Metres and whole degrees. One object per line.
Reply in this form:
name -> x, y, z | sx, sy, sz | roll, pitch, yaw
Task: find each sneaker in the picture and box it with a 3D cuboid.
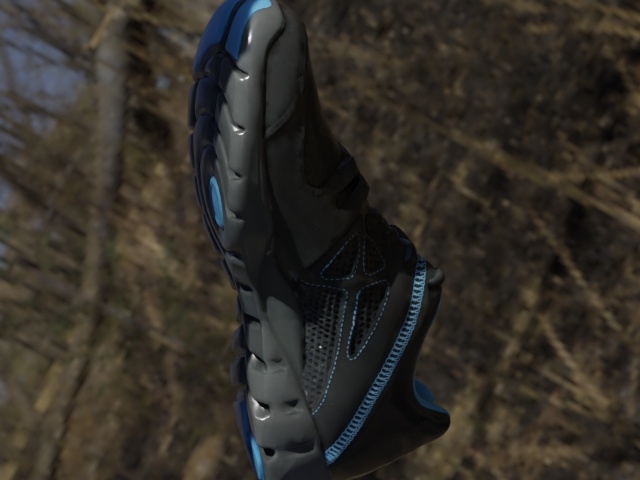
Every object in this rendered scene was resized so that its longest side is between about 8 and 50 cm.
sneaker -> 0.000, 0.000, 1.052 | 0.125, 0.139, 0.341 | -121, 20, -60
